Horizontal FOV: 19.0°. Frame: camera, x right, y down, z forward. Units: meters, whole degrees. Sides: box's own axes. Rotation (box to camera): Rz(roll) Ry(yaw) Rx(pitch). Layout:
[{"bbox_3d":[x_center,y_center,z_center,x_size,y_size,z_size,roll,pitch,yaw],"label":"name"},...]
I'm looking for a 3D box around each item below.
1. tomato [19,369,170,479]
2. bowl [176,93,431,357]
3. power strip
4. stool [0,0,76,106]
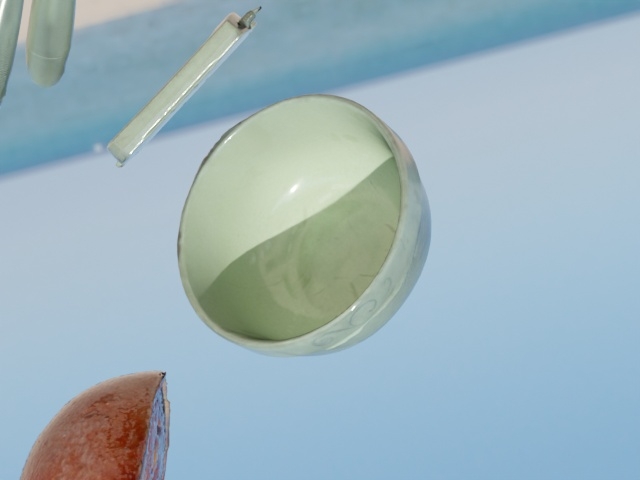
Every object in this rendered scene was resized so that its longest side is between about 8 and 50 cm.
[{"bbox_3d":[-0.249,0.300,2.010,0.144,0.338,0.338,9,-174,3],"label":"tomato"},{"bbox_3d":[0.000,0.000,2.202,0.307,0.307,0.163,-12,152,31],"label":"bowl"},{"bbox_3d":[-0.142,-0.164,1.980,0.227,0.029,0.080,-45,-177,11],"label":"power strip"},{"bbox_3d":[-0.333,-0.239,1.824,0.198,0.195,0.195,-62,173,31],"label":"stool"}]
